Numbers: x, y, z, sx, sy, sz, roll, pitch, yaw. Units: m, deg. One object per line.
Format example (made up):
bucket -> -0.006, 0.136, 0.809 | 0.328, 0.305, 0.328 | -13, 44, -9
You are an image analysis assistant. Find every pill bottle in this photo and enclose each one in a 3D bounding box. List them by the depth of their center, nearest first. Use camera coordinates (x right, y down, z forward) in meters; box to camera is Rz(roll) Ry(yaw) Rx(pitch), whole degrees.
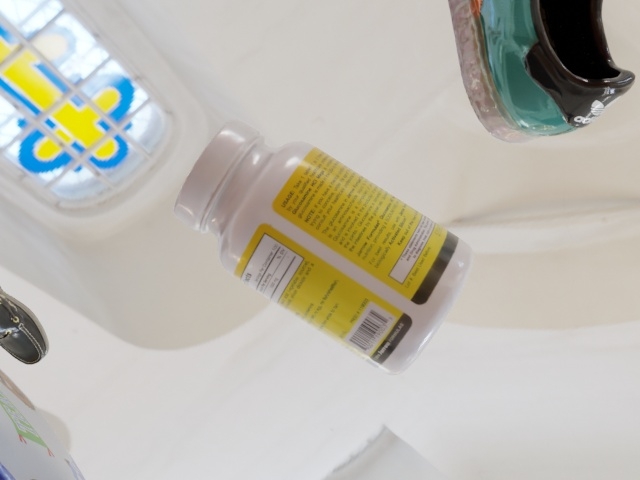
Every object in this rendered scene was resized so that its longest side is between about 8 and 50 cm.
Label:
pill bottle -> 0.000, 0.000, 1.044 | 0.334, 0.188, 0.188 | 33, -102, 1

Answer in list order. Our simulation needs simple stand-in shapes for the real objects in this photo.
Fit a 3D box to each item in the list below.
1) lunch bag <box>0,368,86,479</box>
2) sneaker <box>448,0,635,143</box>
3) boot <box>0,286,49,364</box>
lunch bag -> -0.266, 0.229, 0.610 | 0.239, 0.385, 0.328 | -42, -139, -14
sneaker -> 0.141, -0.224, 0.609 | 0.108, 0.302, 0.121 | -24, -173, -31
boot -> -0.541, 0.149, 1.369 | 0.085, 0.236, 0.179 | -25, -153, 15
